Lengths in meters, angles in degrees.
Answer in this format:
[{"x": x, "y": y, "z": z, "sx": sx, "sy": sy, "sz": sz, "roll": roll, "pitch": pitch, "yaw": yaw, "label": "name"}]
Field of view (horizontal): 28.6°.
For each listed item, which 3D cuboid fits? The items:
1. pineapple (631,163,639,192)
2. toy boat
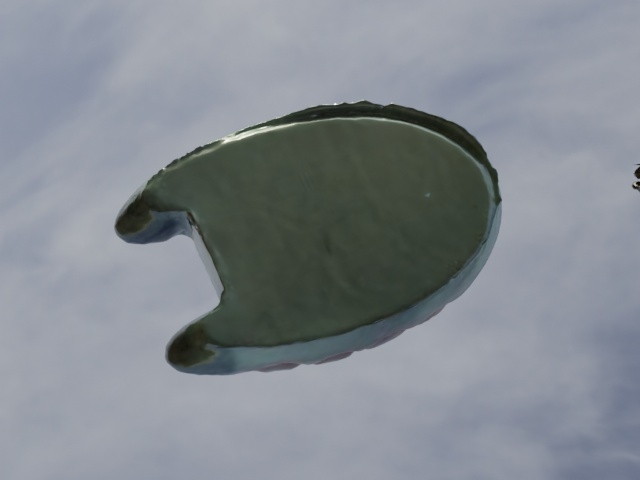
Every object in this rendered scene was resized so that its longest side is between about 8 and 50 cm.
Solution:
[{"x": 0.296, "y": 0.025, "z": 0.800, "sx": 0.125, "sy": 0.125, "sz": 0.251, "roll": -38, "pitch": -80, "yaw": 24, "label": "pineapple"}, {"x": 0.000, "y": 0.000, "z": 0.671, "sx": 0.134, "sy": 0.207, "sz": 0.079, "roll": 62, "pitch": -21, "yaw": 20, "label": "toy boat"}]
